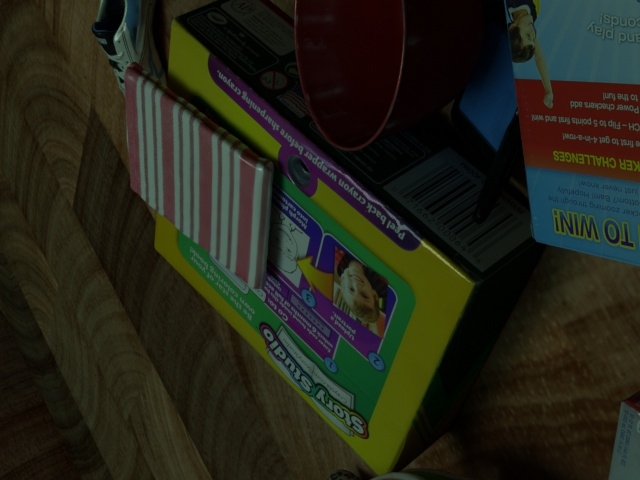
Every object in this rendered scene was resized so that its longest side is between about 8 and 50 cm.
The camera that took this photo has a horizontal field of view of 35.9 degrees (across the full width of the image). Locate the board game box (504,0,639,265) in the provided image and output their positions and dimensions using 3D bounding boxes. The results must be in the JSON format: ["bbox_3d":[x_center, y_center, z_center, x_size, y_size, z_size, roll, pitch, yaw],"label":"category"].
[{"bbox_3d":[0.229,-0.126,0.505,0.308,0.086,0.302,18,125,55],"label":"board game box"}]

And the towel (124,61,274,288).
[{"bbox_3d":[-0.110,-0.060,0.896,0.197,0.029,0.144,37,141,28],"label":"towel"}]

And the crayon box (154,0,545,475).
[{"bbox_3d":[0.000,0.000,0.918,0.363,0.106,0.313,43,145,23],"label":"crayon box"}]

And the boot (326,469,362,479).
[{"bbox_3d":[0.078,0.385,1.121,0.178,0.085,0.236,10,111,60],"label":"boot"}]

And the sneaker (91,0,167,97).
[{"bbox_3d":[-0.244,-0.239,1.245,0.085,0.086,0.237,35,138,43],"label":"sneaker"}]

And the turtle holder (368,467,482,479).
[{"bbox_3d":[0.128,0.327,0.879,0.227,0.320,0.243,22,95,53],"label":"turtle holder"}]

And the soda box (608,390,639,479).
[{"bbox_3d":[0.256,0.218,0.700,0.092,0.083,0.263,36,137,45],"label":"soda box"}]

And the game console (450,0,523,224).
[{"bbox_3d":[0.123,-0.094,0.731,0.071,0.107,0.122,27,139,12],"label":"game console"}]

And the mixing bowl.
[{"bbox_3d":[0.059,-0.161,0.743,0.181,0.098,0.181,172,90,-66],"label":"mixing bowl"}]
